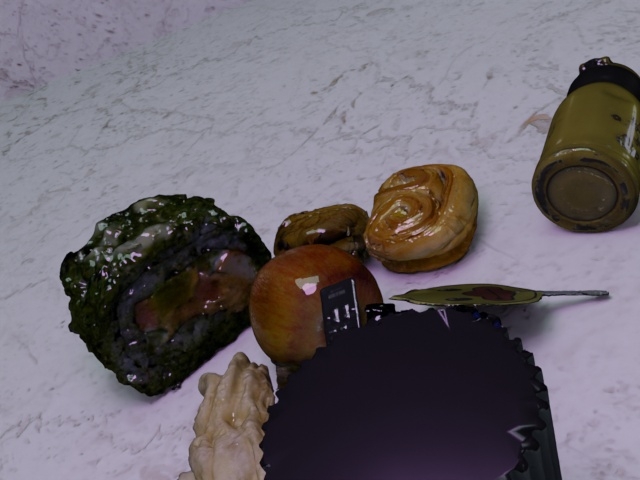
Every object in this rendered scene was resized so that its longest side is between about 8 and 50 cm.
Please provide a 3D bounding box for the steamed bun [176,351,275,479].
[{"bbox_3d":[-0.119,0.338,1.143,0.189,0.247,0.428,-17,22,-4],"label":"steamed bun"}]

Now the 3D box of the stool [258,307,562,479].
[{"bbox_3d":[0.126,0.292,0.952,0.297,0.330,0.297,-15,36,11],"label":"stool"}]

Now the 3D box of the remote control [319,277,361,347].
[{"bbox_3d":[0.040,0.169,1.205,0.063,0.025,0.245,-24,57,30],"label":"remote control"}]

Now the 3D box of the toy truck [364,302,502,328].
[{"bbox_3d":[0.156,0.179,1.216,0.161,0.213,0.177,-2,78,28],"label":"toy truck"}]

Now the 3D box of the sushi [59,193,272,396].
[{"bbox_3d":[-0.266,0.073,1.514,0.352,0.294,0.178,-36,41,-20],"label":"sushi"}]

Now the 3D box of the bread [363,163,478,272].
[{"bbox_3d":[0.183,-0.043,1.551,0.198,0.120,0.236,-7,38,25],"label":"bread"}]

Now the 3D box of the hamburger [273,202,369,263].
[{"bbox_3d":[0.000,0.000,1.599,0.183,0.130,0.206,-13,33,11],"label":"hamburger"}]

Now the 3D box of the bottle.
[{"bbox_3d":[0.487,-0.184,1.521,0.171,0.172,0.351,-1,39,30],"label":"bottle"}]

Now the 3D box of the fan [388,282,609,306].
[{"bbox_3d":[0.271,0.083,1.336,0.334,0.011,0.229,-1,4,1],"label":"fan"}]

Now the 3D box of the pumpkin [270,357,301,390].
[{"bbox_3d":[0.004,0.267,1.207,0.111,0.163,0.278,-17,37,4],"label":"pumpkin"}]

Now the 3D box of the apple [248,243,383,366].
[{"bbox_3d":[-0.008,0.109,1.380,0.211,0.211,0.188,-35,27,-15],"label":"apple"}]
